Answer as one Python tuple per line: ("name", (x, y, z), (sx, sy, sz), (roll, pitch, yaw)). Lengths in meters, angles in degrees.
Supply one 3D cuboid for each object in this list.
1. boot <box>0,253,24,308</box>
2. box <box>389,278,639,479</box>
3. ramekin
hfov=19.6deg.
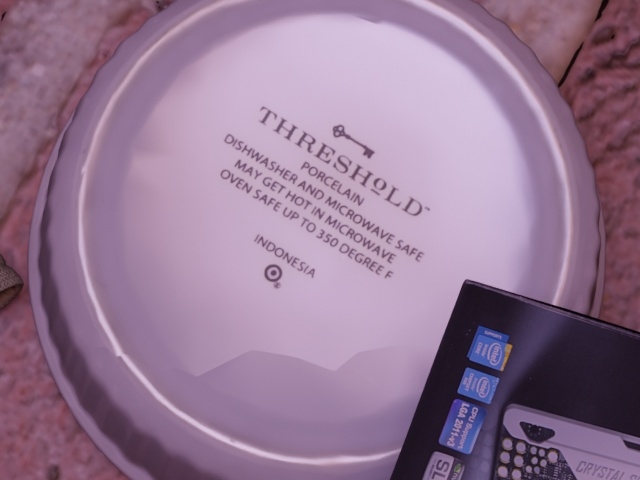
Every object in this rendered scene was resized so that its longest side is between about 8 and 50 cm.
("boot", (-0.261, 0.022, 0.840), (0.213, 0.077, 0.165), (-36, 86, -10))
("box", (0.114, 0.196, 0.656), (0.242, 0.076, 0.307), (19, 81, 24))
("ramekin", (0.000, 0.000, 0.825), (0.273, 0.127, 0.272), (0, 81, -1))
